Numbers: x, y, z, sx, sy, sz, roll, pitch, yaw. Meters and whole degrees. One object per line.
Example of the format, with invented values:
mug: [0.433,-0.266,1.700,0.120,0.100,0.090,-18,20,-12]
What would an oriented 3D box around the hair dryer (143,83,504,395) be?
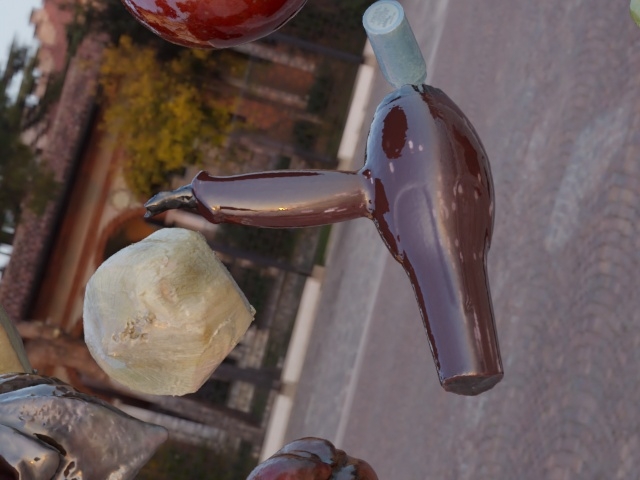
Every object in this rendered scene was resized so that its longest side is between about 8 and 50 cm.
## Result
hair dryer: [0.000,0.000,1.036,0.123,0.341,0.312,88,179,-61]

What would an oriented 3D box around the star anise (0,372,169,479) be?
star anise: [-0.256,0.164,0.741,0.315,0.315,0.108,-105,9,-80]

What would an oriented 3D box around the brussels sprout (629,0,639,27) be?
brussels sprout: [0.419,-0.243,1.062,0.161,0.223,0.223,79,-156,-73]

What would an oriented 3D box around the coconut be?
coconut: [-0.176,0.082,1.219,0.194,0.194,0.194,-165,90,-85]

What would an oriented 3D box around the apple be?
apple: [-0.104,-0.301,1.065,0.218,0.218,0.201,-79,-29,-42]

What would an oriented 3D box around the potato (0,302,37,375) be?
potato: [-0.598,0.188,1.795,0.264,0.211,0.189,82,165,-47]

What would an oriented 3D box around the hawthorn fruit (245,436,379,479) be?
hawthorn fruit: [-0.033,0.424,1.609,0.261,0.224,0.224,-57,11,21]

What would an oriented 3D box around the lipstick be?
lipstick: [0.125,-0.242,1.588,0.061,0.068,0.274,-45,-31,-6]
